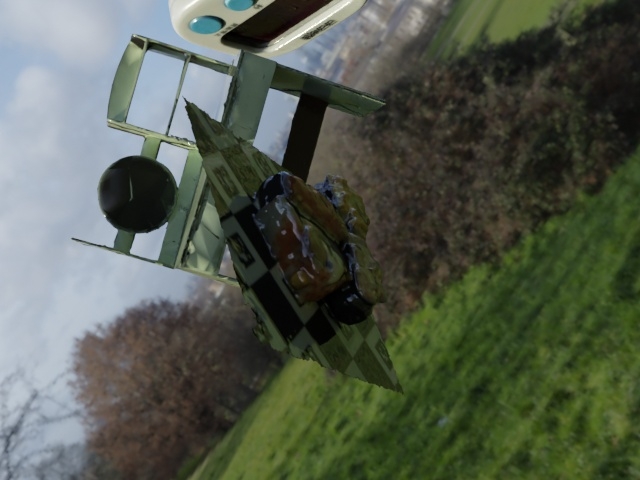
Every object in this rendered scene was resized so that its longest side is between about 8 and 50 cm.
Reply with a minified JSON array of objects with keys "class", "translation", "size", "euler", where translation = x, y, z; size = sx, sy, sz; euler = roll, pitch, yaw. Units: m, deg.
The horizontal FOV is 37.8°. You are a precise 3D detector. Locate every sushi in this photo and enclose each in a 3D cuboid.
[{"class":"sushi","translation":[0.000,0.000,0.403],"size":[0.026,0.126,0.120],"euler":[-31,59,19]}]

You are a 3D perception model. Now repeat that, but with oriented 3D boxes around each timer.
[{"class":"timer","translation":[-0.073,-0.353,1.325],"size":[0.262,0.237,0.087],"euler":[-23,73,39]}]

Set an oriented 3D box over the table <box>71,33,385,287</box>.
[{"class":"table","translation":[-0.062,-0.047,0.623],"size":[0.062,0.175,0.146],"euler":[166,119,-75]}]
